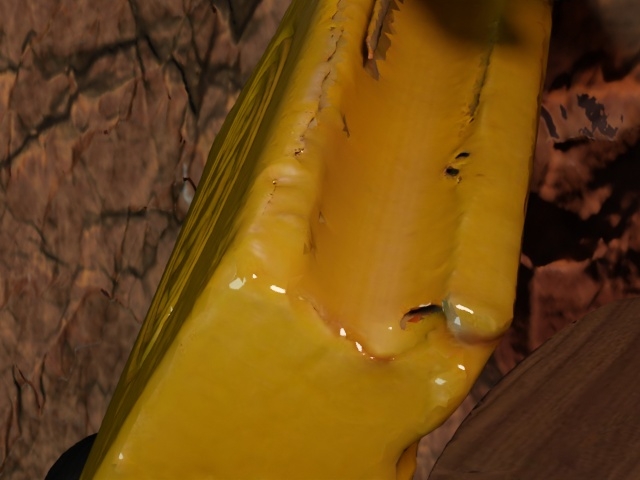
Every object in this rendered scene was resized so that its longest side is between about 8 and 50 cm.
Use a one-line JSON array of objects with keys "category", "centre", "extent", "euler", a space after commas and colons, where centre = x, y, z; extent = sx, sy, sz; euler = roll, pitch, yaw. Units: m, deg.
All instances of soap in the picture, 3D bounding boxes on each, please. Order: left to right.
[{"category": "soap", "centre": [0.000, 0.000, 0.744], "extent": [0.204, 0.096, 0.324], "euler": [-58, 9, 33]}]

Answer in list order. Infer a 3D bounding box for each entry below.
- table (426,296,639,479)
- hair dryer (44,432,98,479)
[{"category": "table", "centre": [0.187, 0.201, 0.603], "extent": [0.317, 0.317, 0.249], "euler": [24, 126, 47]}, {"category": "hair dryer", "centre": [-0.057, 0.279, 1.014], "extent": [0.359, 0.120, 0.303], "euler": [56, 143, 18]}]
